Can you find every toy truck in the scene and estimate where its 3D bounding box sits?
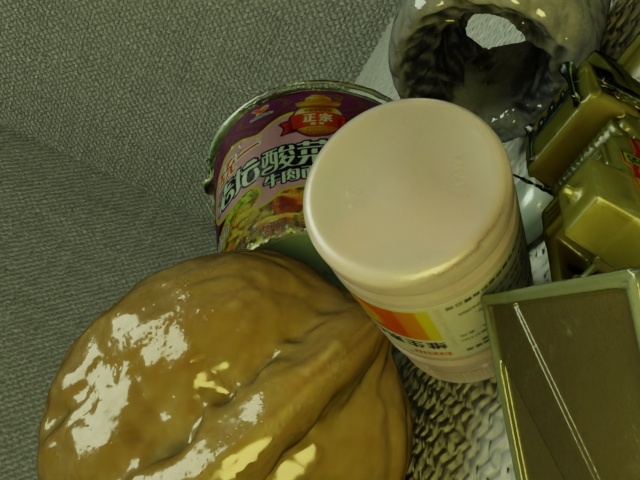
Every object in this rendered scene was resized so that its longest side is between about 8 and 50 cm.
[{"bbox_3d":[0.197,-0.046,0.475,0.127,0.127,0.257,-59,7,39],"label":"toy truck"}]

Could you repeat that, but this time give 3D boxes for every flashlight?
[{"bbox_3d":[0.172,0.000,0.729,0.200,0.048,0.093,-55,13,49],"label":"flashlight"}]

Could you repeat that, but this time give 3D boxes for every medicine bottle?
[{"bbox_3d":[0.087,0.016,0.538,0.133,0.133,0.249,-67,-26,-15],"label":"medicine bottle"}]

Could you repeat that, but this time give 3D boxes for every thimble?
[{"bbox_3d":[0.180,-0.223,0.761,0.245,0.217,0.157,117,176,-64],"label":"thimble"}]

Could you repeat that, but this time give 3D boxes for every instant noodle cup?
[{"bbox_3d":[0.000,0.000,0.959,0.265,0.340,0.339,-90,25,-47],"label":"instant noodle cup"}]

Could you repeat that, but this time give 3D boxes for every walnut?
[{"bbox_3d":[-0.095,0.190,0.734,0.383,0.384,0.383,-62,9,17],"label":"walnut"}]

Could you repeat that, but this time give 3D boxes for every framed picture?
[{"bbox_3d":[0.137,0.120,0.365,0.150,0.015,0.203,144,117,-74],"label":"framed picture"}]
